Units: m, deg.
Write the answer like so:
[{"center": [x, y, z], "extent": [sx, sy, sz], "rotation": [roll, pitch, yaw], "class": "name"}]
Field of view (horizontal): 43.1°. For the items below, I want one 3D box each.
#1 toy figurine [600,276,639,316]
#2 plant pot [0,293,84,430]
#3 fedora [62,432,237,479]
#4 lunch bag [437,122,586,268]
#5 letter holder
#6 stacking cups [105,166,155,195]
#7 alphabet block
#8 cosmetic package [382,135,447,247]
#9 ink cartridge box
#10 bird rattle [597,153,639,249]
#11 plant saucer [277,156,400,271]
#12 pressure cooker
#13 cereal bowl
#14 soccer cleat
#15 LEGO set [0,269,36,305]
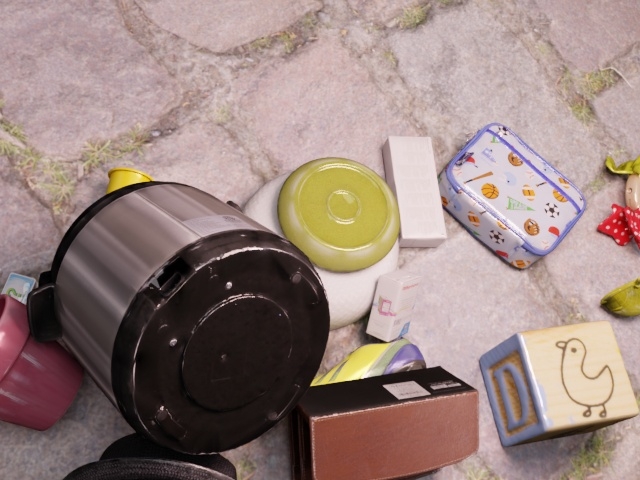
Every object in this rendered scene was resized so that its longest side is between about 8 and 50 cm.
[{"center": [0.802, 0.145, 1.696], "extent": [0.363, 0.191, 0.217], "rotation": [-18, 77, -18], "class": "toy figurine"}, {"center": [-0.505, 0.218, 1.341], "extent": [0.180, 0.201, 0.201], "rotation": [40, 60, -27], "class": "plant pot"}, {"center": [-0.252, 0.408, 1.318], "extent": [0.334, 0.334, 0.152], "rotation": [11, 35, -9], "class": "fedora"}, {"center": [0.407, -0.107, 1.747], "extent": [0.303, 0.115, 0.243], "rotation": [44, 63, 6], "class": "lunch bag"}, {"center": [0.108, 0.360, 1.410], "extent": [0.302, 0.152, 0.214], "rotation": [-5, 99, -17], "class": "letter holder"}, {"center": [-0.383, 0.022, 1.516], "extent": [0.096, 0.096, 0.316], "rotation": [11, 67, -9], "class": "stacking cups"}, {"center": [0.448, 0.275, 1.546], "extent": [0.197, 0.193, 0.192], "rotation": [-7, 71, -16], "class": "alphabet block"}, {"center": [0.197, -0.104, 1.722], "extent": [0.099, 0.060, 0.239], "rotation": [0, 68, -11], "class": "cosmetic package"}, {"center": [0.142, 0.123, 1.562], "extent": [0.052, 0.122, 0.088], "rotation": [22, 18, 29], "class": "ink cartridge box"}, {"center": [0.738, -0.092, 1.815], "extent": [0.207, 0.143, 0.253], "rotation": [13, 67, -26], "class": "bird rattle"}, {"center": [0.040, -0.059, 1.524], "extent": [0.241, 0.037, 0.240], "rotation": [5, 66, -11], "class": "plant saucer"}, {"center": [-0.230, 0.096, 1.322], "extent": [0.420, 0.370, 0.375], "rotation": [29, 82, 47], "class": "pressure cooker"}, {"center": [0.000, 0.000, 1.588], "extent": [0.339, 0.141, 0.338], "rotation": [5, 65, -12], "class": "cereal bowl"}, {"center": [0.059, 0.261, 1.533], "extent": [0.289, 0.093, 0.121], "rotation": [-16, 41, -15], "class": "soccer cleat"}, {"center": [-0.636, 0.145, 1.421], "extent": [0.183, 0.060, 0.244], "rotation": [17, 65, -2], "class": "LEGO set"}]
